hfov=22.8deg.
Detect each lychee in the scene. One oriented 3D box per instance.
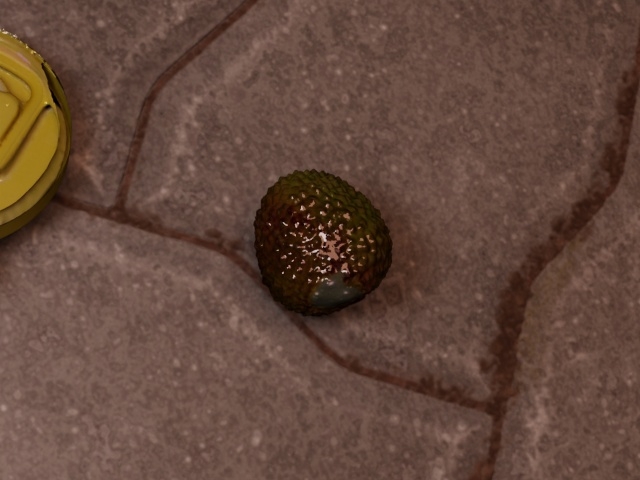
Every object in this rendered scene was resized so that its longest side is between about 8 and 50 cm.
[{"bbox_3d":[0.000,0.000,1.772,0.171,0.171,0.171,4,73,-14],"label":"lychee"}]

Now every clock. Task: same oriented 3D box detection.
[{"bbox_3d":[-0.414,-0.108,1.729,0.277,0.071,0.293,30,61,5],"label":"clock"}]
